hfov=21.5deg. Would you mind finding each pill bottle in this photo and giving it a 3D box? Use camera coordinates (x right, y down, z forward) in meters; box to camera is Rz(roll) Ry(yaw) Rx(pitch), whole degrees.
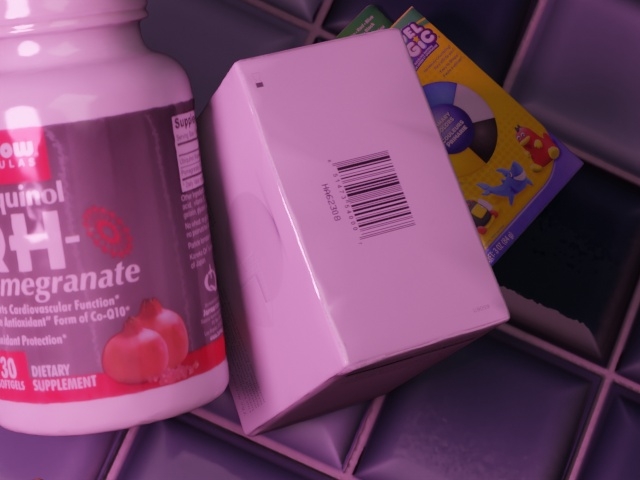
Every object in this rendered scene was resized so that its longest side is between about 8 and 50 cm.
[{"bbox_3d":[-0.169,-0.036,1.189,0.176,0.176,0.319,-9,99,-13],"label":"pill bottle"}]

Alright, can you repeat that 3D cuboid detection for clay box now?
[{"bbox_3d":[0.088,-0.088,1.367,0.222,0.053,0.127,42,71,2],"label":"clay box"}]

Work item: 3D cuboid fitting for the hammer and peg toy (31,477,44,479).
[{"bbox_3d":[-0.232,0.332,1.134,0.361,0.127,0.266,-31,96,-17],"label":"hammer and peg toy"}]

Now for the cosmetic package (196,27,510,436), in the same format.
[{"bbox_3d":[0.000,0.000,1.231,0.138,0.224,0.224,-15,78,-26],"label":"cosmetic package"}]
